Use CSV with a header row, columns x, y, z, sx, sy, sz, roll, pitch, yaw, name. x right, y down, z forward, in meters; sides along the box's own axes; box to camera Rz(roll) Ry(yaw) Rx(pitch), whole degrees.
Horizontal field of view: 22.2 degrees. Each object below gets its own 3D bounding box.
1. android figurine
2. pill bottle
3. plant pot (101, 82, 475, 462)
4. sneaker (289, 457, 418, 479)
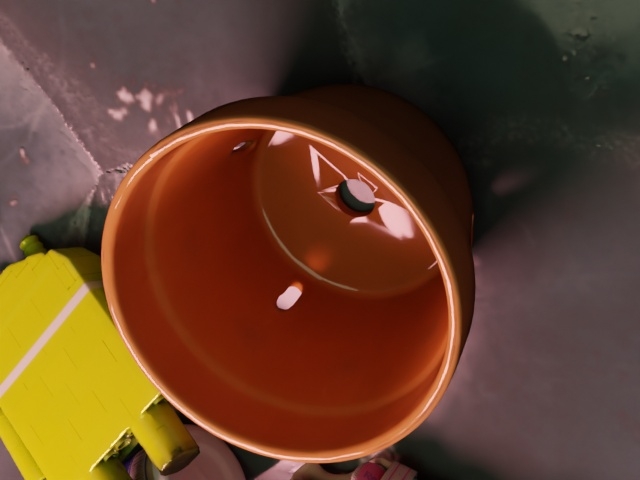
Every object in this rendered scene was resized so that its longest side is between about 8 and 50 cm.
x,y,z,sx,sy,sz,roll,pitch,yaw,name
-0.220,0.119,1.489,0.248,0.056,0.273,-50,66,27,android figurine
-0.169,0.262,1.558,0.187,0.112,0.112,-35,99,33,pill bottle
0.000,0.000,1.300,0.291,0.203,0.291,10,119,18,plant pot
0.068,0.257,1.463,0.252,0.103,0.111,0,117,22,sneaker
